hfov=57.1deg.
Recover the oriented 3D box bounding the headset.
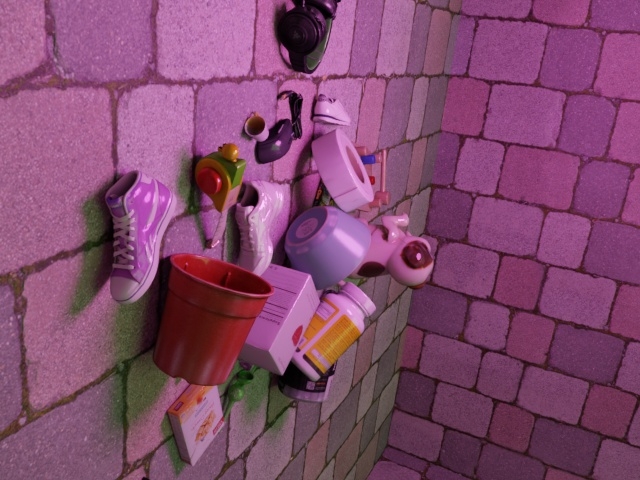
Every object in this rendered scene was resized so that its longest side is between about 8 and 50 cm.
[{"bbox_3d":[-0.004,-0.647,1.693,0.394,0.185,0.243,79,32,-66],"label":"headset"}]

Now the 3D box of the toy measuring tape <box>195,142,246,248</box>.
[{"bbox_3d":[-0.280,-0.124,1.529,0.121,0.121,0.330,-46,166,-49],"label":"toy measuring tape"}]

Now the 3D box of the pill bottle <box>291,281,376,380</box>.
[{"bbox_3d":[0.029,0.308,2.039,0.334,0.188,0.188,-44,149,-11],"label":"pill bottle"}]

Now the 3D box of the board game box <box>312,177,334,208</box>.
[{"bbox_3d":[0.005,-0.116,2.230,0.136,0.030,0.259,26,80,-69],"label":"board game box"}]

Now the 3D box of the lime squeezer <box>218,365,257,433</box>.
[{"bbox_3d":[-0.256,0.489,1.959,0.310,0.059,0.109,-59,152,-36],"label":"lime squeezer"}]

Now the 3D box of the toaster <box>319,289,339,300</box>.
[{"bbox_3d":[0.046,0.313,2.457,0.227,0.129,0.146,-55,153,-44],"label":"toaster"}]

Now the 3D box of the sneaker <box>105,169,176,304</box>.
[{"bbox_3d":[-0.418,-0.015,1.253,0.161,0.102,0.282,46,51,-60],"label":"sneaker"}]

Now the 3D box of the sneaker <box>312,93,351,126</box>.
[{"bbox_3d":[0.051,-0.453,2.071,0.235,0.090,0.094,-9,102,-67],"label":"sneaker"}]

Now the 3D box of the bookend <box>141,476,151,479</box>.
[{"bbox_3d":[-0.479,0.696,1.555,0.157,0.072,0.156,-58,151,-36],"label":"bookend"}]

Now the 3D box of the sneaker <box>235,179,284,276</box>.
[{"bbox_3d":[-0.208,-0.034,1.728,0.152,0.114,0.304,13,87,-53],"label":"sneaker"}]

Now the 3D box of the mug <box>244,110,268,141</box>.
[{"bbox_3d":[-0.173,-0.318,1.667,0.078,0.062,0.064,-65,163,-8],"label":"mug"}]

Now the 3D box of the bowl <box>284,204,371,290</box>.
[{"bbox_3d":[0.000,0.000,2.000,0.163,0.312,0.311,49,55,-32],"label":"bowl"}]

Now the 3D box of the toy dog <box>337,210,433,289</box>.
[{"bbox_3d":[0.267,0.049,2.438,0.395,0.408,0.284,-54,148,-41],"label":"toy dog"}]

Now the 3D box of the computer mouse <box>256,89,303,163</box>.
[{"bbox_3d":[-0.108,-0.349,1.792,0.262,0.060,0.184,-47,145,-48],"label":"computer mouse"}]

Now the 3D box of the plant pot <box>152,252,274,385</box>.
[{"bbox_3d":[-0.289,0.204,1.489,0.272,0.273,0.265,4,109,-67],"label":"plant pot"}]

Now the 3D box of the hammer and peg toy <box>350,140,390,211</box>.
[{"bbox_3d":[0.172,-0.249,2.359,0.361,0.128,0.265,3,87,-67],"label":"hammer and peg toy"}]

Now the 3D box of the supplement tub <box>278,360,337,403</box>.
[{"bbox_3d":[-0.033,0.425,2.235,0.207,0.207,0.337,-3,107,-66],"label":"supplement tub"}]

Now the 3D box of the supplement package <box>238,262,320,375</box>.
[{"bbox_3d":[-0.150,0.251,1.904,0.292,0.175,0.177,-61,153,-30],"label":"supplement package"}]

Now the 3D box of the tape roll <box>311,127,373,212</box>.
[{"bbox_3d":[0.080,-0.242,2.045,0.286,0.100,0.286,56,19,-31],"label":"tape roll"}]

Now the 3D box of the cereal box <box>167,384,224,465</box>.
[{"bbox_3d":[-0.363,0.528,1.748,0.173,0.047,0.240,-50,146,-45],"label":"cereal box"}]

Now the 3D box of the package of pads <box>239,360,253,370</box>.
[{"bbox_3d":[-0.233,0.392,1.974,0.083,0.032,0.050,-53,130,-42],"label":"package of pads"}]
